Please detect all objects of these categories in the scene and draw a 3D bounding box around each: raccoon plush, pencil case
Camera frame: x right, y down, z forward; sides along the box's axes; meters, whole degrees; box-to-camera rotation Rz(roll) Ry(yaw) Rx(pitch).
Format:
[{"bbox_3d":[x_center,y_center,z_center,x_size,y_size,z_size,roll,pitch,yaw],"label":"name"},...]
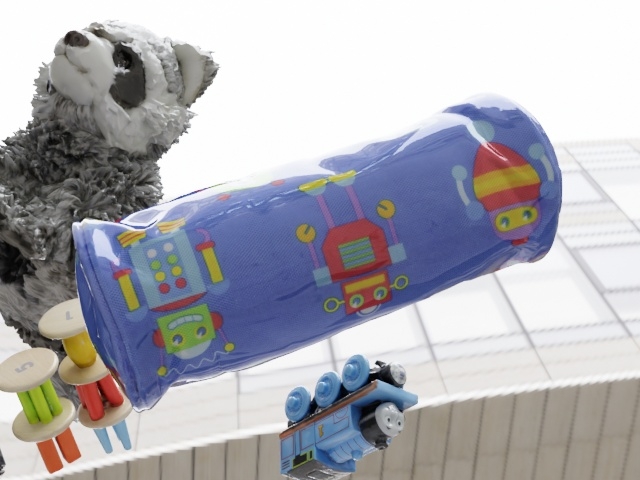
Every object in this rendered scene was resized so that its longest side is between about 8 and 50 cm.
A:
[{"bbox_3d":[-0.252,-0.037,1.215,0.216,0.299,0.446,27,-34,5],"label":"raccoon plush"},{"bbox_3d":[0.000,0.000,0.695,0.306,0.133,0.119,-19,-71,-15],"label":"pencil case"}]

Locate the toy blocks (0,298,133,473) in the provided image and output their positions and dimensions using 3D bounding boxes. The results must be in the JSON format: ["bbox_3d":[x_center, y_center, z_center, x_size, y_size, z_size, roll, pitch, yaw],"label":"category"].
[{"bbox_3d":[-0.206,0.143,0.938,0.054,0.123,0.148,1,-57,23],"label":"toy blocks"}]

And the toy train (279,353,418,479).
[{"bbox_3d":[0.028,0.200,1.238,0.080,0.105,0.184,23,-42,-36],"label":"toy train"}]

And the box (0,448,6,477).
[{"bbox_3d":[-0.498,0.112,0.905,0.395,0.318,0.097,-12,-23,-36],"label":"box"}]
